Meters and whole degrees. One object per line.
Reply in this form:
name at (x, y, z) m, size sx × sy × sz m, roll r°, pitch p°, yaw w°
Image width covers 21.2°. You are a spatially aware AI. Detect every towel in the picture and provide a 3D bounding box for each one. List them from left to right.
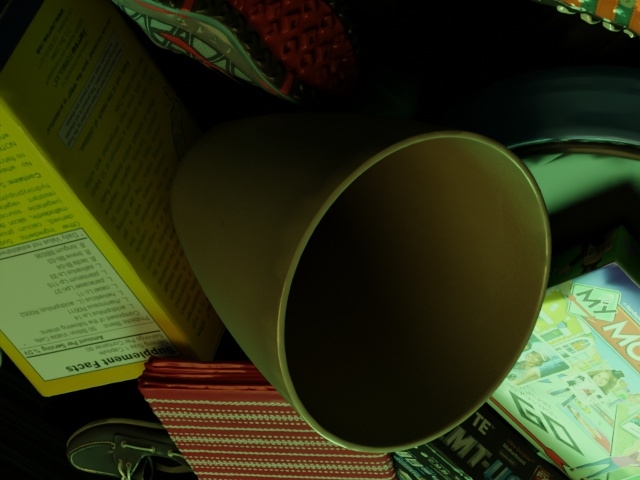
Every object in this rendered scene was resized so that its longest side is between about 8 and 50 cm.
towel at (-0.039, 0.173, 1.541) m, size 0.198 × 0.031 × 0.275 m, roll 1°, pitch 152°, yaw 11°

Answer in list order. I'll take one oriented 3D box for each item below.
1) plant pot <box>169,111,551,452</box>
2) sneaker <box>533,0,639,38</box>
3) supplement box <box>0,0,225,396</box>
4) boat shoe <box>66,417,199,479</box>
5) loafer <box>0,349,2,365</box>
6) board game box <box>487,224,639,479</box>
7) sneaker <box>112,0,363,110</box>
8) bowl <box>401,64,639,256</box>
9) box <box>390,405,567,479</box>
plant pot at (0.000, 0.000, 1.379) m, size 0.274 × 0.256 × 0.256 m, roll 29°, pitch 156°, yaw 50°
sneaker at (0.213, -0.205, 1.244) m, size 0.302 × 0.108 × 0.121 m, roll 44°, pitch 134°, yaw -14°
supplement box at (-0.234, -0.058, 1.490) m, size 0.194 × 0.195 × 0.356 m, roll -12°, pitch 129°, yaw 30°
boat shoe at (-0.199, 0.242, 1.888) m, size 0.206 × 0.065 × 0.075 m, roll -4°, pitch 133°, yaw 24°
loafer at (-0.376, 0.074, 1.558) m, size 0.102 × 0.092 × 0.268 m, roll 39°, pitch 168°, yaw 26°
board game box at (0.271, 0.134, 1.503) m, size 0.213 × 0.046 × 0.317 m, roll -26°, pitch 122°, yaw 39°
sneaker at (-0.081, -0.192, 1.389) m, size 0.262 × 0.104 × 0.125 m, roll 33°, pitch 166°, yaw -25°
bowl at (0.247, 0.022, 1.484) m, size 0.391 × 0.077 × 0.391 m, roll 11°, pitch 138°, yaw 10°
box at (0.099, 0.214, 1.665) m, size 0.295 × 0.073 × 0.293 m, roll 41°, pitch 160°, yaw -20°
